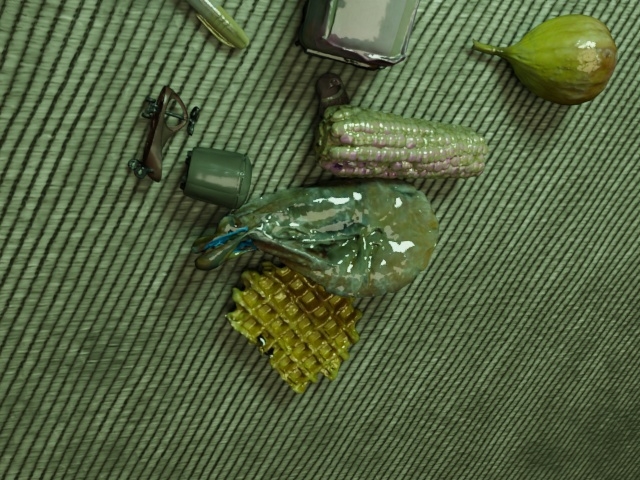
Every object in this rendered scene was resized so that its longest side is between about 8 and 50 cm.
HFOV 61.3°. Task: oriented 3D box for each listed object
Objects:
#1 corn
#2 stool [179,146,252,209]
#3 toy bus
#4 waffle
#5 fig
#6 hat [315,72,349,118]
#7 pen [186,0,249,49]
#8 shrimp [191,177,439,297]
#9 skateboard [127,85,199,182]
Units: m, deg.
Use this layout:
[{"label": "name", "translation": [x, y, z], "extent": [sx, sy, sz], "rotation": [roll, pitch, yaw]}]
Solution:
[{"label": "corn", "translation": [0.149, -0.161, 0.953], "extent": [0.335, 0.127, 0.127], "rotation": [3, 111, -20]}, {"label": "stool", "translation": [-0.171, -0.104, 0.890], "extent": [0.110, 0.096, 0.096], "rotation": [11, 108, -15]}, {"label": "toy bus", "translation": [0.094, -0.453, 0.791], "extent": [0.171, 0.162, 0.387], "rotation": [7, 109, -19]}, {"label": "waffle", "translation": [-0.052, 0.159, 1.056], "extent": [0.283, 0.065, 0.310], "rotation": [3, 107, -21]}, {"label": "fig", "translation": [0.394, -0.330, 0.967], "extent": [0.256, 0.159, 0.159], "rotation": [9, 110, -3]}, {"label": "hat", "translation": [0.015, -0.249, 0.924], "extent": [0.058, 0.042, 0.087], "rotation": [-23, 151, -4]}, {"label": "pen", "translation": [-0.199, -0.372, 0.805], "extent": [0.040, 0.032, 0.233], "rotation": [-37, 119, 26]}, {"label": "shrimp", "translation": [0.000, 0.000, 0.957], "extent": [0.445, 0.110, 0.221], "rotation": [-6, 83, -11]}, {"label": "skateboard", "translation": [-0.248, -0.166, 0.861], "extent": [0.080, 0.067, 0.152], "rotation": [12, 104, -31]}]
